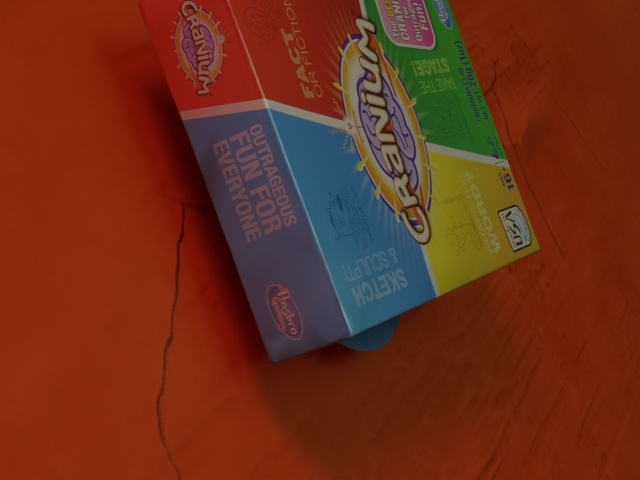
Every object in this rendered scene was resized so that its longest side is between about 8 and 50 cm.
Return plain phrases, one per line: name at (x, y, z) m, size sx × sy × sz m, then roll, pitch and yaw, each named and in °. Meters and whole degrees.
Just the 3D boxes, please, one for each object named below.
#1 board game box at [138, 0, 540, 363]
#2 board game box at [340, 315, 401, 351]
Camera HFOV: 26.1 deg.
board game box at (0.029, -0.068, 0.958) m, size 0.316 × 0.064 × 0.242 m, roll -19°, pitch 88°, yaw -59°
board game box at (0.000, 0.000, 0.970) m, size 0.133 × 0.033 × 0.168 m, roll -32°, pitch 99°, yaw -60°
